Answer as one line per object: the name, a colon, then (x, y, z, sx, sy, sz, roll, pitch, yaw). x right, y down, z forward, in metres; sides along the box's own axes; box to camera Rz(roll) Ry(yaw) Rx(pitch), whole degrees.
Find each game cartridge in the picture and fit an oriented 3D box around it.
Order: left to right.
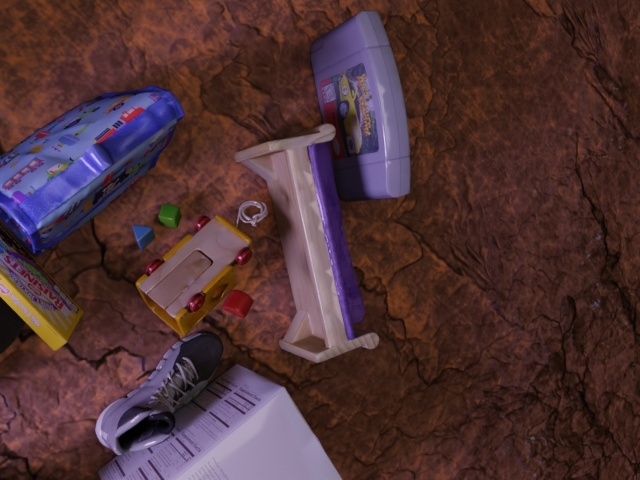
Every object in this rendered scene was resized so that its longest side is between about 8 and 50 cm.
game cartridge: (0.067, -0.212, 1.027, 0.060, 0.196, 0.294, -15, 97, -29)

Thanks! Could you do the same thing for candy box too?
candy box: (-0.402, 0.046, 0.821, 0.027, 0.105, 0.206, -35, 109, 5)

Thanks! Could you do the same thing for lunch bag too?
lunch bag: (-0.297, -0.096, 0.770, 0.221, 0.293, 0.138, -43, 109, -21)

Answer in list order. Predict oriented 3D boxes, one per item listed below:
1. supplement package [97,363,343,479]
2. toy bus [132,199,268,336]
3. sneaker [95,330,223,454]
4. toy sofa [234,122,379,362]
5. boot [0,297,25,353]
supplement package: (-0.144, 0.353, 0.910, 0.263, 0.198, 0.199, -36, 106, -24)
toy bus: (-0.177, 0.048, 0.944, 0.202, 0.104, 0.190, -3, 60, -4)
sneaker: (-0.215, 0.230, 0.908, 0.229, 0.132, 0.086, -43, 109, -21)
toy sofa: (0.000, 0.000, 1.017, 0.177, 0.150, 0.362, -15, 97, -27)
boot: (-0.468, 0.147, 0.748, 0.112, 0.115, 0.305, 41, 32, -17)
